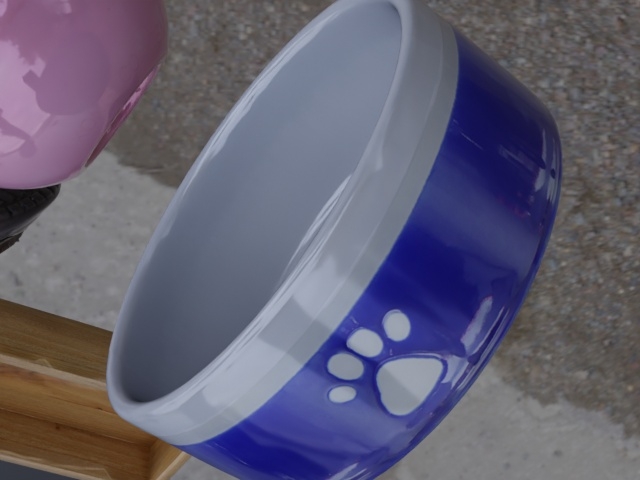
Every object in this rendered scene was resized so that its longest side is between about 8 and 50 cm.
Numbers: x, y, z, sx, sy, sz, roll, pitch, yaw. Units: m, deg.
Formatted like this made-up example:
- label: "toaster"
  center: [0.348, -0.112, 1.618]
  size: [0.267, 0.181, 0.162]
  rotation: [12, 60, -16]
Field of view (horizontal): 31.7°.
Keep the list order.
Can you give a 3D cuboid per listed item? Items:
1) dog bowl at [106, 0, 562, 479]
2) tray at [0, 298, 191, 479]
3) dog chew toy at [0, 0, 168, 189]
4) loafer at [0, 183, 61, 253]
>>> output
- label: "dog bowl"
  center: [0.000, 0.000, 0.604]
  size: [0.104, 0.265, 0.265]
  rotation: [34, 122, -21]
- label: "tray"
  center: [-0.324, 0.151, 1.187]
  size: [0.203, 0.411, 0.076]
  rotation: [-49, 30, 42]
- label: "dog chew toy"
  center: [-0.272, -0.184, 0.773]
  size: [0.332, 0.206, 0.206]
  rotation: [36, 118, -7]
- label: "loafer"
  center: [-0.338, -0.048, 1.141]
  size: [0.134, 0.366, 0.130]
  rotation: [29, 106, -10]
